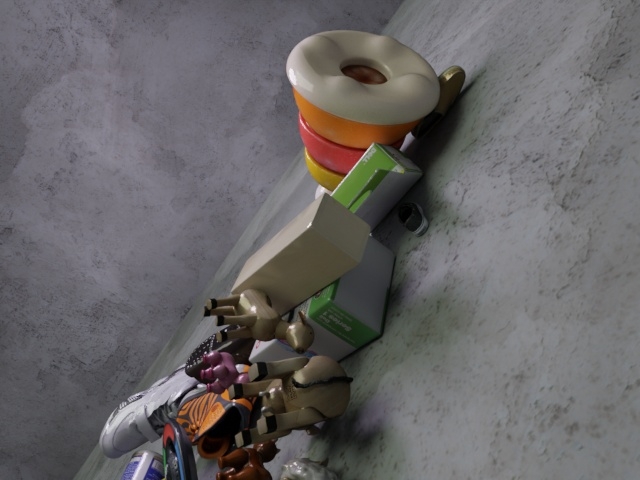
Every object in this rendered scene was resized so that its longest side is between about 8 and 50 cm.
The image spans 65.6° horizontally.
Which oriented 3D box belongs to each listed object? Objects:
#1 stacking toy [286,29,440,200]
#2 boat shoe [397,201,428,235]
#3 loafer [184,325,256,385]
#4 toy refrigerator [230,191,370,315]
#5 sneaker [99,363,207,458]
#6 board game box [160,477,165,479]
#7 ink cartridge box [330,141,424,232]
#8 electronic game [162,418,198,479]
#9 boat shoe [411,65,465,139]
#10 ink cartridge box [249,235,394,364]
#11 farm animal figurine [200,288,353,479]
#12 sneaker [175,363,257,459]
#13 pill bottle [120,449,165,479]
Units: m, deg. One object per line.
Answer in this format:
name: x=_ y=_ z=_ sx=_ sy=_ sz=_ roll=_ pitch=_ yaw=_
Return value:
stacking toy: x=0.067 y=-0.243 z=1.260 sx=0.479 sy=0.351 sz=0.350 roll=104 pitch=-174 yaw=-48
boat shoe: x=0.172 y=-0.051 z=0.963 sx=0.049 sy=0.040 sz=0.142 roll=-52 pitch=15 yaw=13
loafer: x=-0.157 y=0.245 z=1.211 sx=0.366 sy=0.130 sz=0.133 roll=-33 pitch=20 yaw=17
toy refrigerator: x=-0.040 y=0.034 z=0.865 sx=0.269 sy=0.102 sz=0.094 roll=-39 pitch=22 yaw=44
sneaker: x=-0.448 y=0.490 z=1.405 sx=0.366 sy=0.137 sz=0.210 roll=-35 pitch=14 yaw=-23
board game box: x=-0.398 y=0.655 z=1.266 sx=0.154 sy=0.026 sz=0.103 roll=-43 pitch=19 yaw=40
ink cartridge box: x=0.083 y=-0.102 z=1.015 sx=0.188 sy=0.097 sz=0.255 roll=-50 pitch=-19 yaw=23
electronic game: x=-0.306 y=0.500 z=1.061 sx=0.229 sy=0.048 sz=0.229 roll=13 pitch=104 yaw=61
boat shoe: x=0.283 y=-0.319 z=1.180 sx=0.190 sy=0.068 sz=0.072 roll=-58 pitch=23 yaw=35
ink cartridge box: x=0.001 y=0.131 z=0.954 sx=0.278 sy=0.117 sz=0.201 roll=-42 pitch=20 yaw=40
farm animal figurine: x=-0.056 y=0.227 z=0.761 sx=0.327 sy=0.172 sz=0.330 roll=-24 pitch=70 yaw=59
sneaker: x=-0.262 y=0.427 z=1.138 sx=0.321 sy=0.125 sz=0.180 roll=-47 pitch=15 yaw=29
pill bottle: x=-0.500 y=0.685 z=1.359 sx=0.112 sy=0.112 sz=0.186 roll=-47 pitch=16 yaw=32
